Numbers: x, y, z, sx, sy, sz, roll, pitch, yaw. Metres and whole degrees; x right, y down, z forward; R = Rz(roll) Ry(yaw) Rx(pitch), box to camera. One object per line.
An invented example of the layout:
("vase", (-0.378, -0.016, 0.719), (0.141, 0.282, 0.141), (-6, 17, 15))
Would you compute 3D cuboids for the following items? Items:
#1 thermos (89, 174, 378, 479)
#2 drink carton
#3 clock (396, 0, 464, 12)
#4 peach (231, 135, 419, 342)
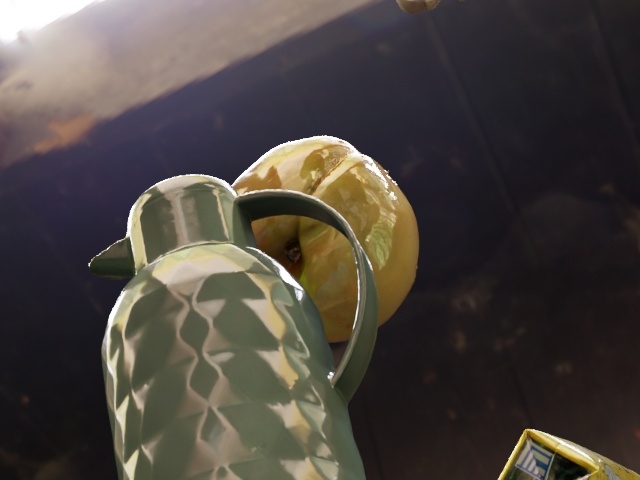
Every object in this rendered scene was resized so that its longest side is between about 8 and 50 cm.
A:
("thermos", (-0.047, 0.081, 0.972), (0.182, 0.145, 0.287), (-21, -127, 10))
("drink carton", (0.200, 0.193, 1.123), (0.084, 0.200, 0.074), (25, -92, 39))
("clock", (0.138, -0.299, 1.762), (0.087, 0.041, 0.129), (30, -109, 26))
("peach", (0.000, 0.000, 1.382), (0.184, 0.184, 0.184), (-15, -134, 16))
